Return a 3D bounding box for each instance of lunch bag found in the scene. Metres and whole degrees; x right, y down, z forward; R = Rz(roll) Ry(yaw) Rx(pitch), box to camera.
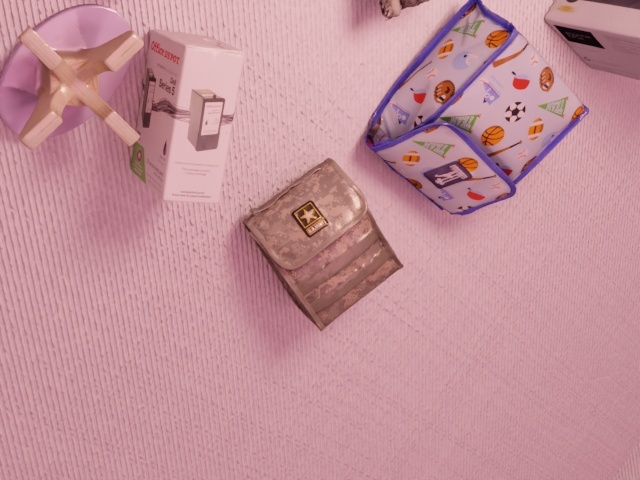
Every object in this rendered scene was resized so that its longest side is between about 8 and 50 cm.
[{"bbox_3d":[0.328,-0.259,1.865,0.385,0.239,0.328,-45,128,13],"label":"lunch bag"},{"bbox_3d":[0.000,0.000,1.815,0.235,0.169,0.287,-37,117,-8],"label":"lunch bag"}]

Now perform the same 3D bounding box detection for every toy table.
[{"bbox_3d":[-0.415,-0.272,1.447,0.252,0.161,0.274,34,92,-37],"label":"toy table"}]

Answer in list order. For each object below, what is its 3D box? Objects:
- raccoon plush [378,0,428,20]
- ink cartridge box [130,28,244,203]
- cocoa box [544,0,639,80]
[{"bbox_3d":[0.106,-0.644,1.629,0.216,0.446,0.299,-42,174,-47],"label":"raccoon plush"},{"bbox_3d":[-0.243,-0.225,1.545,0.115,0.198,0.272,2,109,-30],"label":"ink cartridge box"},{"bbox_3d":[0.734,-0.505,1.922,0.231,0.347,0.228,31,92,-37],"label":"cocoa box"}]
